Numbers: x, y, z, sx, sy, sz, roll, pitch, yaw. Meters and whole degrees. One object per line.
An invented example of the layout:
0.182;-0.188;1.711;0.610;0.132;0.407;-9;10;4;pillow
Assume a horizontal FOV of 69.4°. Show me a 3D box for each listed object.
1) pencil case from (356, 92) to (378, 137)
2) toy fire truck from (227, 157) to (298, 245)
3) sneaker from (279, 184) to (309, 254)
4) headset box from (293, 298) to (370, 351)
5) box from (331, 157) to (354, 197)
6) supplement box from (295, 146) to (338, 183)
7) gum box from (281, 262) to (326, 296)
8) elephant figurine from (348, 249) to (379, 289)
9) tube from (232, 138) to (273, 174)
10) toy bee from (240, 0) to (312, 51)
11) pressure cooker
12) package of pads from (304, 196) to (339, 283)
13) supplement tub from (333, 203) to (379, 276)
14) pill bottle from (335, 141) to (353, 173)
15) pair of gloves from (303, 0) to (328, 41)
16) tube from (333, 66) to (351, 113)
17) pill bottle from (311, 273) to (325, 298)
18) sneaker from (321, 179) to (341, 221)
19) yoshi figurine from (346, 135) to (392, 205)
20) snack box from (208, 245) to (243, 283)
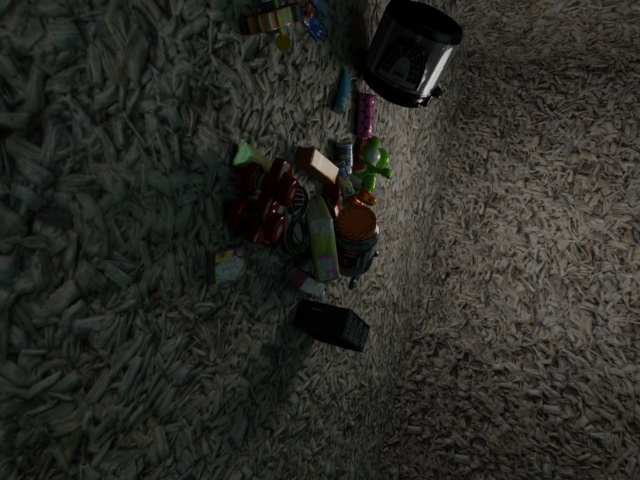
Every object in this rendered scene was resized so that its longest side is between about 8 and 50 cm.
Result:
0.222;-0.603;2.237;0.098;0.095;0.209;-74;170;-79;pencil case
-0.172;-0.127;1.578;0.254;0.169;0.302;4;108;-81;toy fire truck
-0.118;-0.083;1.762;0.111;0.121;0.300;13;67;-28;sneaker
0.050;0.373;2.039;0.283;0.246;0.131;49;55;-55;headset box
0.096;-0.279;2.069;0.054;0.059;0.169;-27;116;-12;box
-0.011;-0.307;1.909;0.233;0.078;0.080;23;78;-60;supplement box
-0.063;0.167;1.904;0.062;0.107;0.188;-56;149;0;gum box
0.153;0.094;2.259;0.239;0.186;0.169;-45;105;-10;elephant figurine
-0.210;-0.261;1.591;0.240;0.062;0.070;24;42;-57;tube
-0.119;-0.746;1.502;0.298;0.162;0.195;-65;146;-27;toy bee
0.397;-0.819;2.096;0.376;0.370;0.420;-4;141;-29;pressure cooker
0.000;0.000;1.885;0.229;0.101;0.296;-109;-170;-62;package of pads
0.145;0.003;2.019;0.338;0.207;0.207;93;21;-58;supplement tub
0.110;-0.374;2.105;0.078;0.078;0.137;-34;127;-53;pill bottle
-0.013;-0.887;1.794;0.159;0.023;0.198;16;85;-61;pair of gloves
0.102;-0.660;2.046;0.080;0.052;0.207;52;48;-59;tube
-0.019;0.208;2.055;0.065;0.065;0.116;-63;147;-29;pill bottle
0.057;-0.169;2.097;0.128;0.087;0.221;-24;122;-75;sneaker
0.259;-0.334;2.293;0.203;0.204;0.362;60;43;-71;yoshi figurine
-0.310;0.078;1.521;0.141;0.037;0.100;-19;116;-58;snack box
